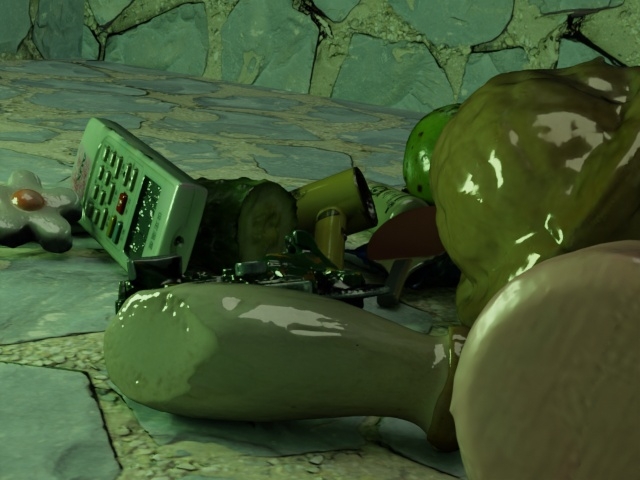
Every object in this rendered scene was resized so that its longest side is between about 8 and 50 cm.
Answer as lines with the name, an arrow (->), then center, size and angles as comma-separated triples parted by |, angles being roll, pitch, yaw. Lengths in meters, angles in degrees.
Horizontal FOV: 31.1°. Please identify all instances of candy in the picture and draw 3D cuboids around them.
candy -> 0.208, 0.011, 1.598 | 0.331, 0.077, 0.187 | -7, 17, -29
candy -> 0.206, 0.127, 0.794 | 0.255, 0.255, 0.094 | 15, 17, 33

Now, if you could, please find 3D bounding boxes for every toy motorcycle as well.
toy motorcycle -> -0.080, 0.057, 1.174 | 0.274, 0.125, 0.187 | -4, 3, -21

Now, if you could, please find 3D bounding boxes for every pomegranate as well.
pomegranate -> 0.246, -0.116, 1.784 | 0.263, 0.211, 0.211 | -18, 10, 10

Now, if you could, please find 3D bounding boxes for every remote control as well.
remote control -> -0.243, -0.052, 1.463 | 0.050, 0.145, 0.344 | 11, 12, -33

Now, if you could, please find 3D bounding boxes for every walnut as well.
walnut -> 0.299, -0.034, 1.326 | 0.383, 0.383, 0.383 | 6, 13, -1

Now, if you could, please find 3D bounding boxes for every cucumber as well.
cucumber -> -0.158, -0.028, 1.490 | 0.244, 0.134, 0.134 | 11, 14, 32

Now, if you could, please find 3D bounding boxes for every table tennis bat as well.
table tennis bat -> 0.116, 0.015, 1.485 | 0.130, 0.019, 0.220 | -6, 30, 25

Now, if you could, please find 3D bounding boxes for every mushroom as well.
mushroom -> -0.023, 0.105, 1.005 | 0.350, 0.128, 0.128 | 10, 14, 4

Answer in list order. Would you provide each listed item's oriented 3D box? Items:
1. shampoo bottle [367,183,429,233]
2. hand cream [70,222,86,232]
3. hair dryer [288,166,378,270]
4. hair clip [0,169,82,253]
shampoo bottle -> 0.101, -0.044, 1.772 | 0.079, 0.079, 0.162 | -1, 16, -29
hand cream -> -0.400, -0.029, 1.566 | 0.235, 0.055, 0.086 | 4, 17, -44
hair dryer -> 0.000, 0.000, 1.526 | 0.135, 0.090, 0.279 | -18, 24, 11
hair clip -> -0.422, -0.028, 1.446 | 0.257, 0.075, 0.146 | -2, 52, -42
